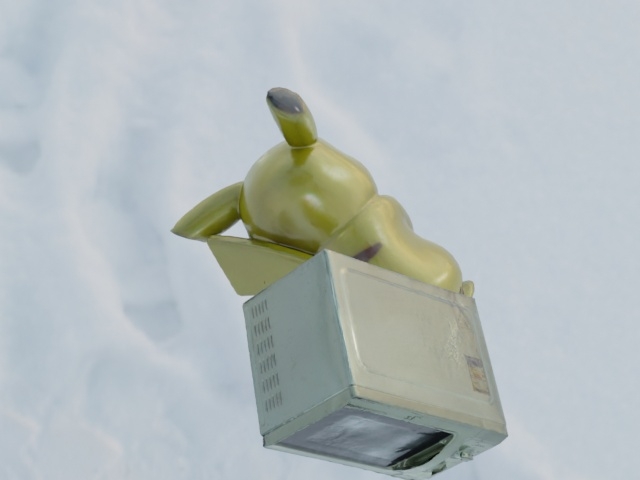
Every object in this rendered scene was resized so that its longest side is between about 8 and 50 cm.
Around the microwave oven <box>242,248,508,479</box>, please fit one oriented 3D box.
[{"bbox_3d":[0.044,0.118,1.298,0.205,0.129,0.163,20,47,-41],"label":"microwave oven"}]

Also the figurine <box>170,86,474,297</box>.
[{"bbox_3d":[0.005,0.006,1.625,0.327,0.218,0.169,49,24,-1],"label":"figurine"}]
